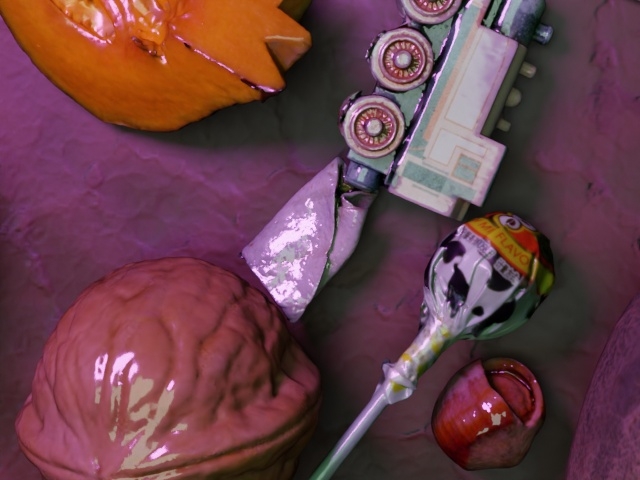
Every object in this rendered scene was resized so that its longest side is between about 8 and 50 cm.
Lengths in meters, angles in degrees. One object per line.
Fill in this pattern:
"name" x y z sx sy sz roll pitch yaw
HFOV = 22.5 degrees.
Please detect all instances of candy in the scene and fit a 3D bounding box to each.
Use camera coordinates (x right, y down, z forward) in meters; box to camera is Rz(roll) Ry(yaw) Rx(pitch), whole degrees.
"candy" 0.056 0.107 1.140 0.083 0.091 0.305 34 82 39

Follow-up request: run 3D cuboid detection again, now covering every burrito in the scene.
"burrito" -0.003 -0.002 1.194 0.118 0.044 0.074 -45 68 9

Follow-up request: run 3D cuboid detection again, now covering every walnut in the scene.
"walnut" -0.108 0.123 1.134 0.228 0.228 0.228 1 95 9

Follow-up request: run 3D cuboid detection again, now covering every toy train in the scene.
"toy train" 0.090 -0.116 1.155 0.125 0.081 0.194 24 94 -3

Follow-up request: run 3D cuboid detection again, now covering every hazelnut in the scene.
"hazelnut" 0.122 0.126 1.173 0.086 0.086 0.086 1 95 9

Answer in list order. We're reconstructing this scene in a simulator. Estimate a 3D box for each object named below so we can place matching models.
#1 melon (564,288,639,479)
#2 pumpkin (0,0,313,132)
"melon" 0.288 0.139 1.053 0.249 0.248 0.329 28 89 6
"pumpkin" -0.115 -0.167 1.185 0.254 0.149 0.130 29 56 10
